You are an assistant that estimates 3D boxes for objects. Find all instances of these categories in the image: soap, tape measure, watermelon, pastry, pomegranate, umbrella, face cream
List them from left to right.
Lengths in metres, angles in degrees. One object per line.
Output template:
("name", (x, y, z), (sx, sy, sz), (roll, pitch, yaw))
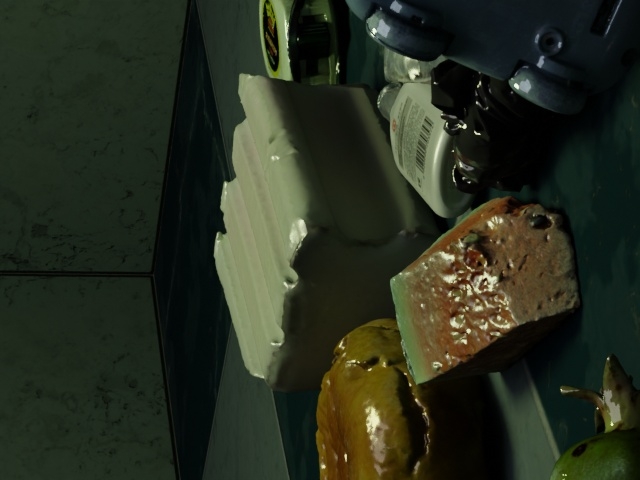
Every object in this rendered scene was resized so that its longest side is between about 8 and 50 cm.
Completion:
("tape measure", (-0.022, -0.325, 2.571), (0.235, 0.115, 0.207), (-116, 25, -55))
("soap", (0.000, 0.000, 2.231), (0.435, 0.213, 0.350), (-109, 27, -55))
("pastry", (0.093, 0.262, 1.938), (0.356, 0.164, 0.356), (-179, 90, -74))
("face cream", (0.131, -0.134, 1.990), (0.291, 0.071, 0.144), (-126, 40, -67))
("umbrella", (0.176, -0.131, 1.635), (0.110, 0.122, 0.272), (-51, -11, -12))
("watermelon", (0.186, 0.046, 1.707), (0.256, 0.140, 0.193), (160, 102, -67))
("pomegranate", (0.255, 0.202, 1.327), (0.148, 0.148, 0.169), (106, 170, -47))

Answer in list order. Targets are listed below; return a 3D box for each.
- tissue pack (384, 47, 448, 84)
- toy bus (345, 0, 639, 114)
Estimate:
("tissue pack", (0.163, -0.353, 1.777), (0.259, 0.122, 0.361), (-171, 85, -73))
("toy bus", (0.163, -0.257, 1.437), (0.232, 0.294, 0.197), (-91, 21, -69))
